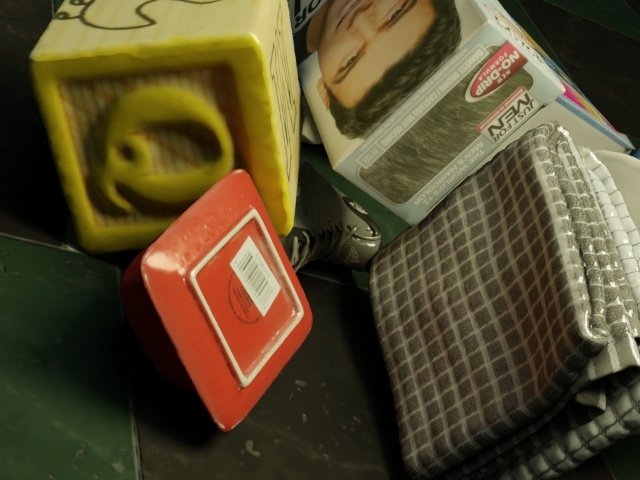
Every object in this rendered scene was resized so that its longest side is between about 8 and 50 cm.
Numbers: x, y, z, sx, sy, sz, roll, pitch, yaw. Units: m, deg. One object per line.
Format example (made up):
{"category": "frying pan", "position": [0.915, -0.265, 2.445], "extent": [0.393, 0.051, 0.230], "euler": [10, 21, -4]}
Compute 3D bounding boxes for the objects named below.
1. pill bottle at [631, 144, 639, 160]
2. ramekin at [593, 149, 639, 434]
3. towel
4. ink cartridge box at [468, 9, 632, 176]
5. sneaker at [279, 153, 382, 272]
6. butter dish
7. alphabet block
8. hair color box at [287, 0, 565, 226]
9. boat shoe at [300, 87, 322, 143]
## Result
{"category": "pill bottle", "position": [0.540, -0.134, 1.570], "extent": [0.124, 0.221, 0.124], "euler": [22, 33, -15]}
{"category": "ramekin", "position": [0.264, 0.063, 1.026], "extent": [0.127, 0.273, 0.272], "euler": [23, 30, -39]}
{"category": "towel", "position": [0.159, 0.061, 0.921], "extent": [0.121, 0.235, 0.283], "euler": [31, 34, -31]}
{"category": "ink cartridge box", "position": [0.192, -0.233, 1.421], "extent": [0.270, 0.151, 0.395], "euler": [22, 27, -46]}
{"category": "sneaker", "position": [0.000, 0.000, 1.039], "extent": [0.132, 0.086, 0.228], "euler": [32, 30, -5]}
{"category": "butter dish", "position": [-0.101, 0.049, 0.859], "extent": [0.160, 0.118, 0.160], "euler": [-49, 122, -47]}
{"category": "alphabet block", "position": [-0.120, -0.124, 0.942], "extent": [0.193, 0.193, 0.197], "euler": [-6, 34, 6]}
{"category": "hair color box", "position": [0.074, -0.204, 1.068], "extent": [0.114, 0.185, 0.374], "euler": [34, 22, -33]}
{"category": "boat shoe", "position": [-0.045, -0.140, 1.219], "extent": [0.063, 0.066, 0.184], "euler": [12, 15, 25]}
